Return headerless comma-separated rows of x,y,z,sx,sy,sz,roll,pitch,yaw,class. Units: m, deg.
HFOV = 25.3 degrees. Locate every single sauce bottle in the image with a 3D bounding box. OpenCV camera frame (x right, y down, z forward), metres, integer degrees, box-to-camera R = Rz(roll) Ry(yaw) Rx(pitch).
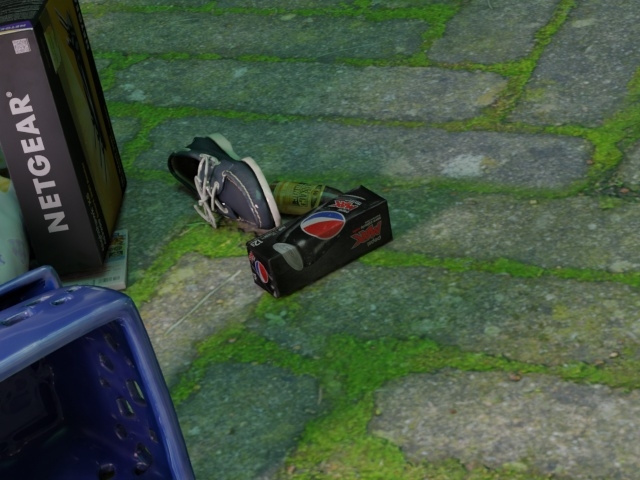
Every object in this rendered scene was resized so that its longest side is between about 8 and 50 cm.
-0.003,-0.049,1.742,0.128,0.042,0.042,5,36,26,sauce bottle

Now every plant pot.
-0.282,0.170,1.328,0.236,0.236,0.212,-28,29,-24,plant pot

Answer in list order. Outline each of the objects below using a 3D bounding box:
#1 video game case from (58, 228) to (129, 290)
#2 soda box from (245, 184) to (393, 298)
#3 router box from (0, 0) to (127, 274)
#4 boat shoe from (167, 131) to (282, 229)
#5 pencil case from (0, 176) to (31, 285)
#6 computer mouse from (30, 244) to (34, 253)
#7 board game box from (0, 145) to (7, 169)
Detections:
-0.278,0.029,1.737,0.087,0.011,0.122,-11,33,2,video game case
0.000,0.000,1.648,0.169,0.060,0.053,-28,37,-24,soda box
-0.322,-0.148,1.731,0.081,0.308,0.243,-9,27,5,router box
-0.122,-0.069,1.761,0.079,0.095,0.254,-21,32,-17,boat shoe
-0.398,0.039,1.639,0.114,0.124,0.273,-12,36,7,pencil case
-0.488,-0.030,1.840,0.272,0.072,0.188,-12,33,-1,computer mouse
-0.503,-0.243,1.907,0.098,0.303,0.224,-18,14,-11,board game box
